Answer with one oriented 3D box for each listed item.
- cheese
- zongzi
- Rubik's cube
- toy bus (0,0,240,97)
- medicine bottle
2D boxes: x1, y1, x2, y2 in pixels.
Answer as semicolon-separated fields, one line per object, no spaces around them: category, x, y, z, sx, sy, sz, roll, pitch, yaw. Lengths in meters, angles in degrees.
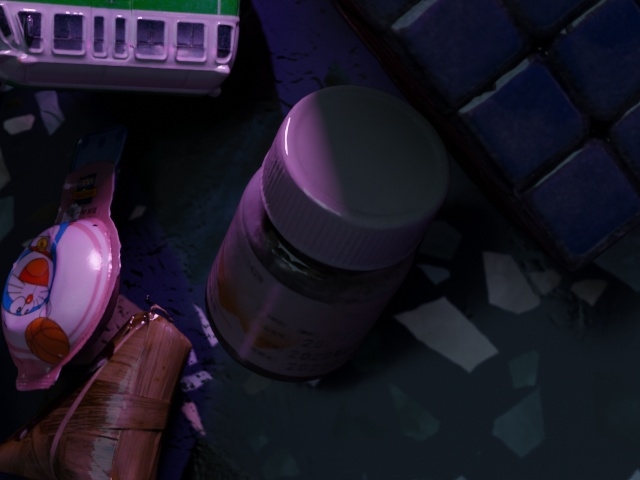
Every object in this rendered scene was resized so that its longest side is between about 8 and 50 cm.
cheese;-0.255;0.016;1.360;0.189;0.074;0.286;-6;65;44
zongzi;-0.239;0.153;1.346;0.204;0.094;0.205;6;75;30
Rubik's cube;0.199;-0.233;1.111;0.337;0.344;0.344;-38;110;4
toy bus;-0.219;-0.228;1.323;0.276;0.133;0.165;0;87;-20
medicine bottle;0.000;0.000;1.195;0.165;0.273;0.165;9;55;-13
